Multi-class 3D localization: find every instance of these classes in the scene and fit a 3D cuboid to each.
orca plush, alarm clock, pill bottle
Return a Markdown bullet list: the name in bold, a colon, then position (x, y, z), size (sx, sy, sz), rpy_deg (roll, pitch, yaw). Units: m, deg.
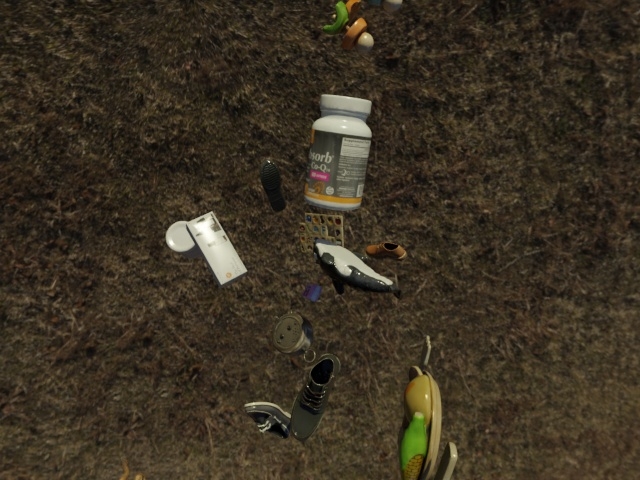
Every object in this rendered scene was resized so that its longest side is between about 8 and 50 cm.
- **orca plush**: position (0.084, 0.100, 1.137), size (0.287, 0.151, 0.102), rpy_deg (25, 111, 21)
- **alarm clock**: position (-0.079, 0.306, 1.327), size (0.129, 0.192, 0.064), rpy_deg (-48, 146, 0)
- **pill bottle**: position (-0.557, 0.006, 1.807), size (0.131, 0.229, 0.131), rpy_deg (0, 78, 0)
- **pill bottle**: position (0.048, -0.229, 1.116), size (0.162, 0.162, 0.279), rpy_deg (2, 106, -18)

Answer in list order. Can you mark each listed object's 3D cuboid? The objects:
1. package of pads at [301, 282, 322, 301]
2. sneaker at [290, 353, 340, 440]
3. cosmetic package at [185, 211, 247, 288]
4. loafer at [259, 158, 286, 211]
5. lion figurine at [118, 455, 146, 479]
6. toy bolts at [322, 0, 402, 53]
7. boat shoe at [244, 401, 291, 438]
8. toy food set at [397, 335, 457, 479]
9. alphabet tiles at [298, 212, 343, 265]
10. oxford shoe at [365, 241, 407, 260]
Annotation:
- **package of pads**: position (-0.026, 0.159, 1.297), size (0.032, 0.083, 0.050), rpy_deg (32, 79, -14)
- **sneaker**: position (-0.023, 0.381, 1.033), size (0.083, 0.118, 0.222), rpy_deg (20, 79, 12)
- **cosmetic package**: position (-0.344, 0.030, 1.398), size (0.098, 0.239, 0.060), rpy_deg (-29, 170, -22)
- **loafer**: position (-0.198, -0.220, 1.686), size (0.080, 0.078, 0.220), rpy_deg (-18, 122, -15)
- **lion figurine**: position (-0.520, 0.735, 1.023), size (0.142, 0.393, 0.240), rpy_deg (-1, 151, -13)
- **toy bolts**: position (0.150, -0.717, 1.335), size (0.158, 0.218, 0.228), rpy_deg (38, 126, -2)
- **boat shoe**: position (-0.143, 0.508, 1.194), size (0.075, 0.065, 0.206), rpy_deg (-18, 139, 21)
- **toy food set**: position (0.103, 0.204, 0.476), size (0.038, 0.192, 0.133), rpy_deg (11, 110, 3)
- **alphabet tiles**: position (0.000, 0.000, 1.580), size (0.009, 0.237, 0.199), rpy_deg (-12, 104, -41)
- **oxford shoe**: position (0.273, 0.035, 1.833), size (0.076, 0.212, 0.076), rpy_deg (53, 58, -30)
